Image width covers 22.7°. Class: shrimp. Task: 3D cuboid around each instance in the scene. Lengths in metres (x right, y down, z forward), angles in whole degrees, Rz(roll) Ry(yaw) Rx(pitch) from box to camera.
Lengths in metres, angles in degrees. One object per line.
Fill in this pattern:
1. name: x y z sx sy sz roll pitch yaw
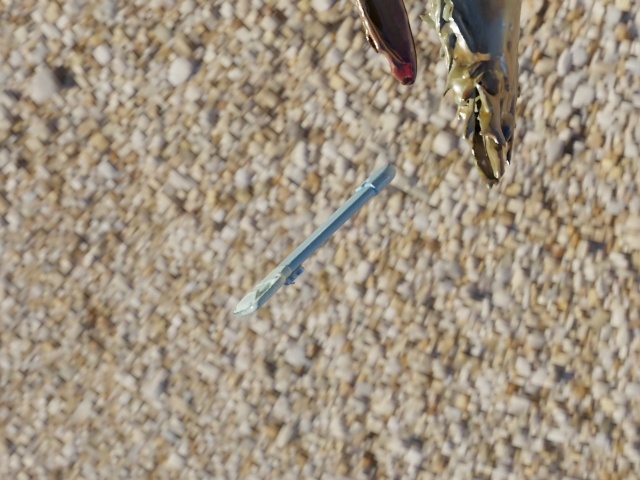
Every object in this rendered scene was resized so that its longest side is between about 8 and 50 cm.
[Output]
1. shrimp: 0.068 -0.144 0.915 0.053 0.133 0.236 -9 86 47

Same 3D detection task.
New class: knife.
1. knife: 0.000 0.000 0.660 0.010 0.096 0.027 50 156 -9
